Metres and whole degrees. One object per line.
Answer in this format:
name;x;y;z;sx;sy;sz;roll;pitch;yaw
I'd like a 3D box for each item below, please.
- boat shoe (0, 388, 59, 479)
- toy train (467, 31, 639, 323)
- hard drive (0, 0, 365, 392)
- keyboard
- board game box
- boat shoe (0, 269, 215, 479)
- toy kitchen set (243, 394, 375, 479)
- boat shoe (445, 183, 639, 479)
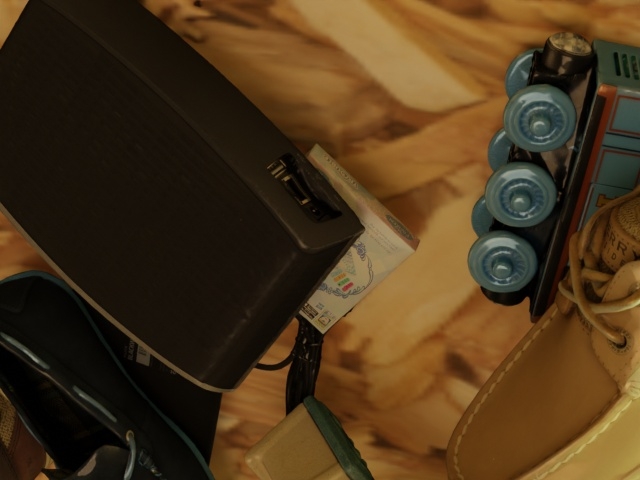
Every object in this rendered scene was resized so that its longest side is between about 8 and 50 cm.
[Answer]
boat shoe;-0.316;0.088;1.070;0.285;0.092;0.103;39;125;-4
toy train;0.150;-0.034;0.884;0.105;0.080;0.184;11;121;2
hard drive;-0.114;-0.035;0.927;0.254;0.054;0.172;43;118;9
keyboard;-0.080;0.070;1.035;0.201;0.033;0.317;19;123;11
board game box;0.000;0.000;0.937;0.090;0.020;0.090;43;120;-7
boat shoe;-0.164;0.147;1.037;0.109;0.089;0.258;-32;102;32
toy kitchen set;0.069;0.210;1.002;0.122;0.166;0.207;-36;127;0
boat shoe;0.180;0.021;0.809;0.341;0.121;0.110;-47;127;6
